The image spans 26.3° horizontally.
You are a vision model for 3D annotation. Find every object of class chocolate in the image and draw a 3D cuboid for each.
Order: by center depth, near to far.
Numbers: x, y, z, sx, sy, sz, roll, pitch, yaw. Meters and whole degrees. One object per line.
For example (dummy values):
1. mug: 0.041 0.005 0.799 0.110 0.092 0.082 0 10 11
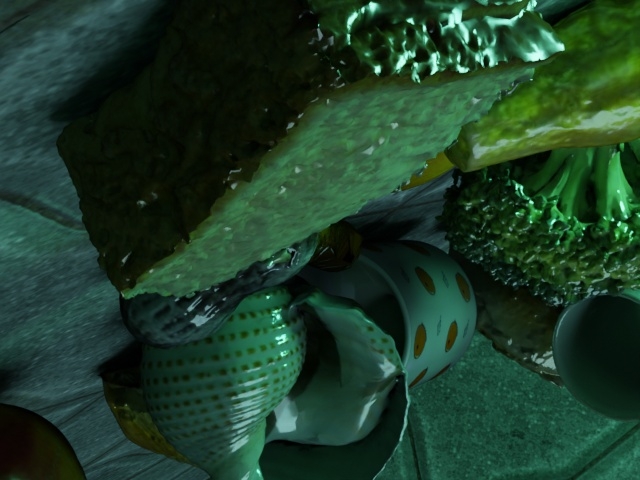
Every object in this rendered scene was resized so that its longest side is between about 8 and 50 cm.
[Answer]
1. chocolate: -0.101 0.023 1.313 0.248 0.110 0.110 -37 166 25
2. chocolate: 0.313 -0.181 1.314 0.445 0.162 0.162 -20 167 -18

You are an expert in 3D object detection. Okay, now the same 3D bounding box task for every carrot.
1. carrot: -0.001 0.000 1.564 0.069 0.069 0.228 -30 168 10

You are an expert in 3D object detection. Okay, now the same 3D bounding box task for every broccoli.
1. broccoli: 0.328 -0.066 1.564 0.375 0.249 0.302 -19 170 -17

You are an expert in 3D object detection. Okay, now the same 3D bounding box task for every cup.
1. cup: 0.080 0.105 1.835 0.212 0.212 0.317 -33 169 23
2. cup: 0.464 0.091 1.876 0.234 0.186 0.258 -28 145 -48

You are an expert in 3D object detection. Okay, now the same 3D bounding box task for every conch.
1. conch: -0.059 0.169 1.607 0.303 0.215 0.319 -6 123 -9

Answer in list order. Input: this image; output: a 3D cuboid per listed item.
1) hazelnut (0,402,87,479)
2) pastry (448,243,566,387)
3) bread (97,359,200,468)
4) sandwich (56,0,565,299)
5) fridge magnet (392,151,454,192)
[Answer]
1. hazelnut: -0.414 0.339 1.482 0.365 0.366 0.366 -27 169 -6
2. pastry: 0.328 0.075 2.073 0.136 0.330 0.329 -50 159 28
3. bread: -0.164 0.221 1.817 0.262 0.163 0.204 3 -175 -44
4. sandwich: -0.026 -0.084 0.937 0.262 0.131 0.325 -18 162 -48
5. fridge magnet: 0.106 -0.095 1.376 0.143 0.063 0.143 -28 171 -5
